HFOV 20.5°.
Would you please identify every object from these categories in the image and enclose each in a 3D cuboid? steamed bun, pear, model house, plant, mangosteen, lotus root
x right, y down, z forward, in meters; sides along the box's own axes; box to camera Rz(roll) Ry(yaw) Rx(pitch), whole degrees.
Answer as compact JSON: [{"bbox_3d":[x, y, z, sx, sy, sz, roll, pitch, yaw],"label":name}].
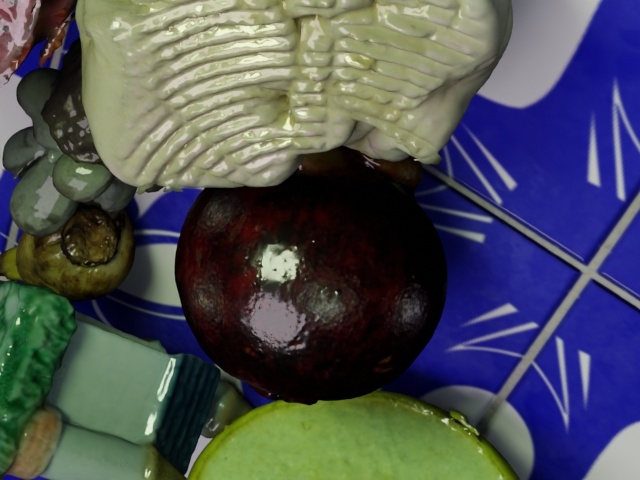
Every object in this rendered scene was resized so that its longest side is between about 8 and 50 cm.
[{"bbox_3d":[-0.025,-0.175,1.260,0.320,0.206,0.275,-7,138,9],"label":"steamed bun"},{"bbox_3d":[0.051,0.303,1.655,0.342,0.239,0.318,11,147,13],"label":"pear"},{"bbox_3d":[-0.206,0.173,1.713,0.325,0.194,0.267,20,171,-25],"label":"model house"},{"bbox_3d":[-0.185,-0.096,1.501,0.149,0.146,0.274,46,141,-13],"label":"plant"},{"bbox_3d":[0.000,0.000,1.426,0.228,0.228,0.266,17,95,25],"label":"mangosteen"},{"bbox_3d":[-0.248,0.009,1.705,0.190,0.094,0.108,-17,83,56],"label":"lotus root"}]

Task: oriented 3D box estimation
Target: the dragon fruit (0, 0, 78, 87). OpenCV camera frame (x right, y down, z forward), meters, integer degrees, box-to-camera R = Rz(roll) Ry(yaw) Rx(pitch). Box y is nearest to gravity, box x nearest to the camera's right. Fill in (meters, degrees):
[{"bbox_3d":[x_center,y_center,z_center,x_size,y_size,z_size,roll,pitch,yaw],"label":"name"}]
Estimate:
[{"bbox_3d":[-0.324,-0.252,1.367,0.314,0.263,0.296,-32,113,24],"label":"dragon fruit"}]
